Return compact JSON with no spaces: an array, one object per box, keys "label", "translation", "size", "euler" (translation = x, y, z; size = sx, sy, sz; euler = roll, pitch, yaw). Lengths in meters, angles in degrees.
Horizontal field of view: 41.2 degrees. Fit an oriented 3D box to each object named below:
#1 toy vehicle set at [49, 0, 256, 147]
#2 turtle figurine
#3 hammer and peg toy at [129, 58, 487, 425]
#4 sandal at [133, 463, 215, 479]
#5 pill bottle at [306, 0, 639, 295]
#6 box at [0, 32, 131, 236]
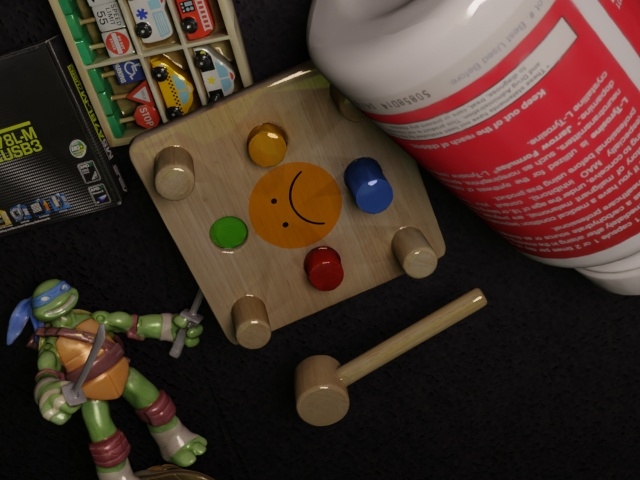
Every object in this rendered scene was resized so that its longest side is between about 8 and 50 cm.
[{"label":"toy vehicle set","translation":[-0.172,-0.228,0.832],"size":[0.166,0.035,0.266],"euler":[-11,123,8]},{"label":"turtle figurine","translation":[-0.208,0.162,0.946],"size":[0.275,0.198,0.266],"euler":[-15,111,14]},{"label":"hammer and peg toy","translation":[0.000,0.000,0.883],"size":[0.266,0.127,0.361],"euler":[-24,118,1]},{"label":"sandal","translation":[-0.204,0.320,1.103],"size":[0.180,0.049,0.072],"euler":[-8,109,22]},{"label":"pill bottle","translation":[0.199,-0.119,0.744],"size":[0.229,0.229,0.408],"euler":[-40,127,18]},{"label":"box","translation":[-0.324,-0.105,0.909],"size":[0.191,0.045,0.184],"euler":[-13,115,14]}]
